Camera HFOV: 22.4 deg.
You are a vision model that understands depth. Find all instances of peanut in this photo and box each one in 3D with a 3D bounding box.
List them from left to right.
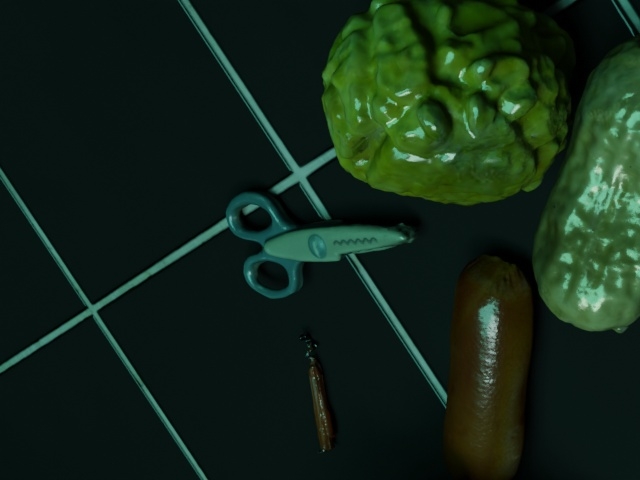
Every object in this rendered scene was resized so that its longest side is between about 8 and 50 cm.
[{"bbox_3d":[0.291,-0.059,1.511,0.143,0.159,0.291,17,112,8],"label":"peanut"}]

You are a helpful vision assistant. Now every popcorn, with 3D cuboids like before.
[{"bbox_3d":[0.123,-0.148,1.553,0.249,0.249,0.225,-24,62,47],"label":"popcorn"}]

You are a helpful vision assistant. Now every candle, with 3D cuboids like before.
[{"bbox_3d":[-0.002,0.188,2.018,0.026,0.021,0.167,-3,114,14],"label":"candle"}]

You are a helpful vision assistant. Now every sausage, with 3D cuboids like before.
[{"bbox_3d":[0.185,0.153,1.784,0.089,0.083,0.300,31,133,42],"label":"sausage"}]

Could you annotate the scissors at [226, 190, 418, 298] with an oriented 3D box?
[{"bbox_3d":[0.000,0.000,1.880,0.289,0.041,0.138,-4,105,44],"label":"scissors"}]
